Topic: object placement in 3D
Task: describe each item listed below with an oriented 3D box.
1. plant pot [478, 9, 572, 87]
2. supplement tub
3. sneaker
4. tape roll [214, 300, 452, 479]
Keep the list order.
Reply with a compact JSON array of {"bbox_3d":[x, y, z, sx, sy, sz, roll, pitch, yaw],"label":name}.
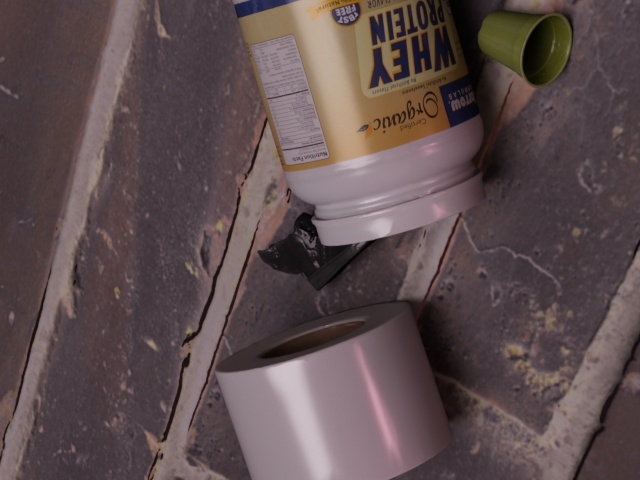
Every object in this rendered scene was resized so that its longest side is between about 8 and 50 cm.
[{"bbox_3d":[0.215,-0.215,2.018,0.079,0.083,0.083,27,121,40],"label":"plant pot"},{"bbox_3d":[0.049,-0.171,2.052,0.228,0.228,0.316,-10,100,38],"label":"supplement tub"},{"bbox_3d":[0.002,-0.001,2.261,0.089,0.051,0.170,50,131,5],"label":"sneaker"},{"bbox_3d":[0.016,0.190,2.196,0.246,0.246,0.169,-15,97,39],"label":"tape roll"}]
